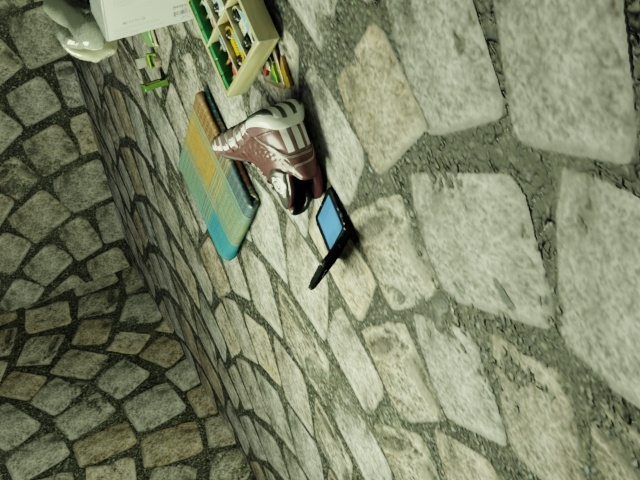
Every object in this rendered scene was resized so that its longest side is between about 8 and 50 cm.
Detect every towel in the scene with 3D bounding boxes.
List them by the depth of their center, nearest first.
[{"bbox_3d":[-0.217,-0.123,1.814,0.271,0.040,0.370,64,159,10],"label":"towel"}]

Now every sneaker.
[{"bbox_3d":[-0.078,-0.111,1.331,0.163,0.106,0.281,67,161,-5],"label":"sneaker"}]

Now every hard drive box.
[{"bbox_3d":[-0.297,-0.464,1.430,0.089,0.181,0.232,60,159,27],"label":"hard drive box"}]

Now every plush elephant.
[{"bbox_3d":[-0.429,-0.493,1.692,0.330,0.255,0.272,14,93,34],"label":"plush elephant"}]

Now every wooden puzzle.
[{"bbox_3d":[-0.075,-0.264,1.288,0.116,0.014,0.079,31,139,62],"label":"wooden puzzle"}]

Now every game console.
[{"bbox_3d":[0.000,0.000,1.286,0.071,0.107,0.122,36,157,5],"label":"game console"}]

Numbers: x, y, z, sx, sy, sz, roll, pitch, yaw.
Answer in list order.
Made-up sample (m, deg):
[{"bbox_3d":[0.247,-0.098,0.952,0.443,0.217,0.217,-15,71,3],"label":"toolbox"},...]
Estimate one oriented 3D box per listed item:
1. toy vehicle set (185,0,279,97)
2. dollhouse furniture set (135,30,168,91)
[{"bbox_3d":[-0.152,-0.371,1.299,0.267,0.035,0.166,66,152,11],"label":"toy vehicle set"},{"bbox_3d":[-0.396,-0.420,1.951,0.076,0.058,0.152,34,141,59],"label":"dollhouse furniture set"}]
